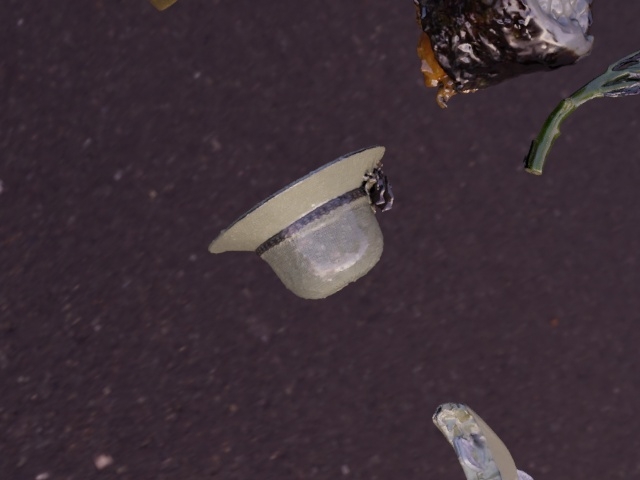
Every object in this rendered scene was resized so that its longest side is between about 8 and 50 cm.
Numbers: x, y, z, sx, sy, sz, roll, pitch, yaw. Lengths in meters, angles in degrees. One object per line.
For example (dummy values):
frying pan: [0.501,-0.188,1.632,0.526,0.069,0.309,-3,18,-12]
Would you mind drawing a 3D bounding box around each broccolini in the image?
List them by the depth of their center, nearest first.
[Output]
broccolini: [0.360,-0.145,1.845,0.271,0.062,0.123,-38,73,-15]

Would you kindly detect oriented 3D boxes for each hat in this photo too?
hat: [0.000,0.000,1.888,0.257,0.257,0.130,-27,84,-36]

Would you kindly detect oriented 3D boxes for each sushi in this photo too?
sushi: [0.215,-0.349,1.856,0.234,0.207,0.349,46,43,-30]

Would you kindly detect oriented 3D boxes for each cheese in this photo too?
cheese: [0.219,0.285,1.901,0.235,0.049,0.127,37,28,-54]

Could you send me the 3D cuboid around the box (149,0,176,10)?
box: [-0.010,-0.191,0.563,0.090,0.201,0.144,47,20,-14]
